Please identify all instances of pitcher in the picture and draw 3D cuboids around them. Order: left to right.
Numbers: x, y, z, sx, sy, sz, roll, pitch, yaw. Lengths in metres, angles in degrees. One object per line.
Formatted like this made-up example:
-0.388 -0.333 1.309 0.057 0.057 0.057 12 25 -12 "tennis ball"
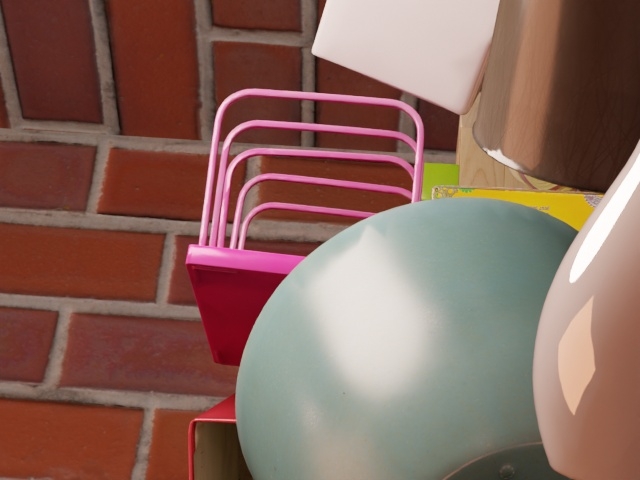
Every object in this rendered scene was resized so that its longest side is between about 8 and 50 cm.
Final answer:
0.177 0.018 0.887 0.178 0.125 0.207 -159 83 -77 "pitcher"

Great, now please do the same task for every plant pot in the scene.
0.107 0.151 1.269 0.235 0.293 0.293 -114 24 -64 "plant pot"

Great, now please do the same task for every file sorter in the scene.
0.000 0.000 1.857 0.290 0.202 0.182 84 -167 -69 "file sorter"

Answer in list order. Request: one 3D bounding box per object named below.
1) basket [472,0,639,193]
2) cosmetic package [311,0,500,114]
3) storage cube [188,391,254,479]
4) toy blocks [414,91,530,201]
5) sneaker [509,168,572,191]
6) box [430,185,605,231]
0.185 -0.164 1.225 0.204 0.154 0.227 -82 -2 -71 "basket"
0.152 -0.329 1.904 0.453 0.161 0.230 -59 -10 -58 "cosmetic package"
-0.012 0.249 1.901 0.193 0.215 0.183 -21 -68 -80 "storage cube"
0.193 0.029 2.197 0.261 0.191 0.381 89 -175 -59 "toy blocks"
0.242 -0.187 1.797 0.152 0.114 0.305 -63 -14 -59 "sneaker"
0.180 0.118 1.842 0.290 0.177 0.279 81 -168 -78 "box"
